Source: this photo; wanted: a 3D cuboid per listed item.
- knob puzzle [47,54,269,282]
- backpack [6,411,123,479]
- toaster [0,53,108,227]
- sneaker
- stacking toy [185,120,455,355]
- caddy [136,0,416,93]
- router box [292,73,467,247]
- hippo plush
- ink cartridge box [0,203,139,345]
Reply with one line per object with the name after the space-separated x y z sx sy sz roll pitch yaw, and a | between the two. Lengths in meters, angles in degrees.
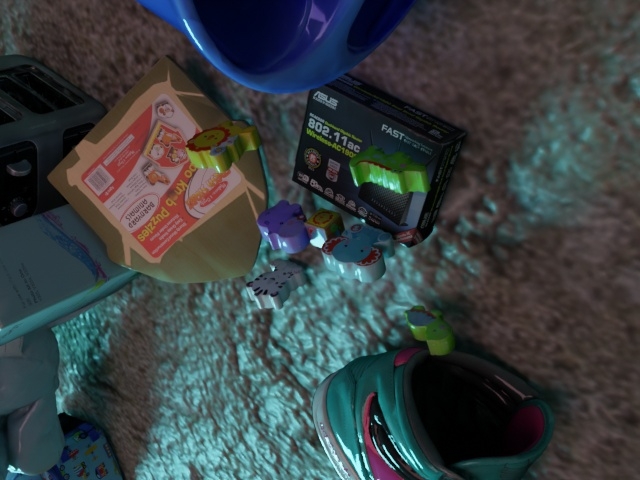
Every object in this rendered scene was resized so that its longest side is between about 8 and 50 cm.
-0.130 -0.044 0.695 0.213 0.030 0.213 3 106 9 | knob puzzle
-0.377 0.343 1.015 0.116 0.173 0.158 1 110 39 | backpack
-0.333 -0.105 0.769 0.185 0.168 0.110 34 126 20 | toaster
0.129 0.200 0.579 0.296 0.123 0.178 52 142 8 | sneaker
0.000 0.000 0.582 0.221 0.052 0.167 17 138 39 | stacking toy
-0.004 -0.250 0.383 0.179 0.241 0.341 35 130 29 | caddy
0.041 -0.064 0.571 0.122 0.038 0.092 31 128 24 | router box
-0.451 0.151 0.916 0.236 0.234 0.294 29 110 37 | hippo plush
-0.278 0.031 0.755 0.154 0.212 0.093 -29 92 44 | ink cartridge box
